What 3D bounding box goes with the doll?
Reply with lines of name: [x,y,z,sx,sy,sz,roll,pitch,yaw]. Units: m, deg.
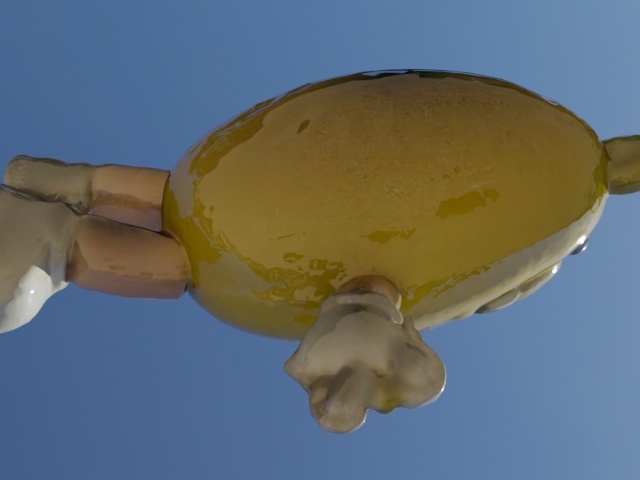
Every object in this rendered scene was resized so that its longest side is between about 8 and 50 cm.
doll: [-0.030,-0.008,0.760,0.423,0.161,0.348,10,-148,25]
